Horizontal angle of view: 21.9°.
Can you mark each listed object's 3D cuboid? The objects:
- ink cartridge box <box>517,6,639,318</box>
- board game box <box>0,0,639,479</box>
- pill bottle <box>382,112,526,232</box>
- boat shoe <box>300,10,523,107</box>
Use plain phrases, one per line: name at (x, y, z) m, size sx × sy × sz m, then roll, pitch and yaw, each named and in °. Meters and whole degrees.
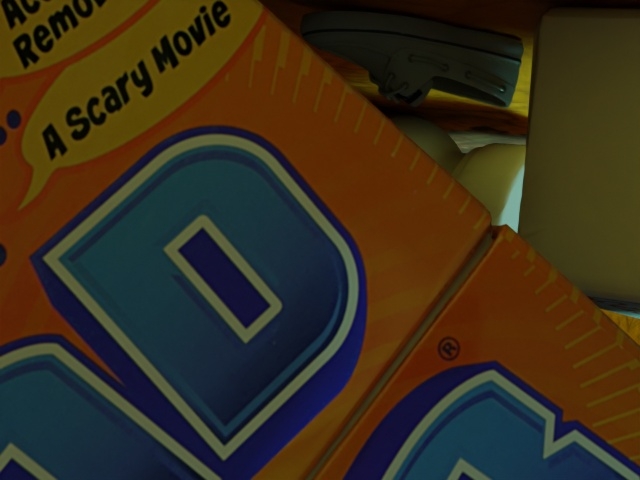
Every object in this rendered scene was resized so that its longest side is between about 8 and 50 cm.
ink cartridge box at (0.235, -0.014, 0.644) m, size 0.273 × 0.114 × 0.197 m, roll 7°, pitch 176°, yaw 29°
board game box at (-0.099, 0.131, 0.680) m, size 0.356 × 0.356 × 0.356 m, roll 42°, pitch 167°, yaw -13°
pill bottle at (0.000, 0.000, 1.006) m, size 0.278 × 0.162 × 0.162 m, roll 5°, pitch 176°, yaw 27°
boat shoe at (0.038, -0.075, 0.705) m, size 0.100 × 0.035 × 0.035 m, roll 8°, pitch 177°, yaw -21°
